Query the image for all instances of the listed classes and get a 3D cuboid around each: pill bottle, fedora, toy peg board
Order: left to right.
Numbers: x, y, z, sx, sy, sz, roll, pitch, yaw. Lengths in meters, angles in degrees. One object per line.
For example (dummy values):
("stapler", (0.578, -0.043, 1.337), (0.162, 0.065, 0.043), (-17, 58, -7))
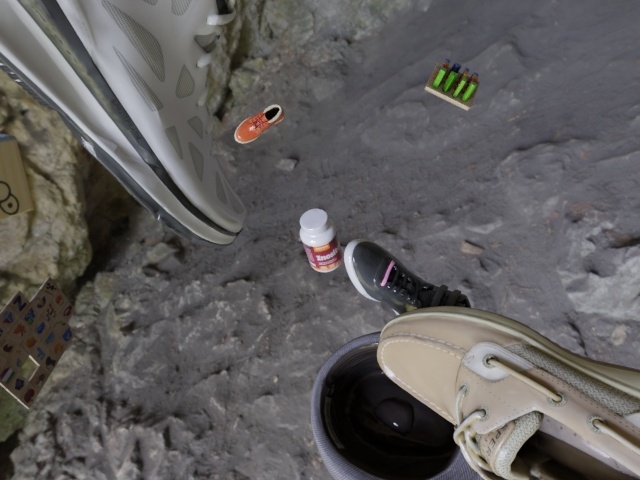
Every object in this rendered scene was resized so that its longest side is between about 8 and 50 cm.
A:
("pill bottle", (0.000, 0.000, 1.048), (0.086, 0.151, 0.086), (-8, 48, 9))
("fedora", (0.123, 0.264, 0.665), (0.276, 0.124, 0.243), (3, 62, 28))
("toy peg board", (0.450, -0.534, 1.456), (0.160, 0.161, 0.079), (-61, -2, -34))

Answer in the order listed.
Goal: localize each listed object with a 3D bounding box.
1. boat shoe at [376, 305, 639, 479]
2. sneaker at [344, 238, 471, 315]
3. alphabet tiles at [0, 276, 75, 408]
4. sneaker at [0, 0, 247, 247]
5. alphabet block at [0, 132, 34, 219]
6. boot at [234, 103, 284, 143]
("boat shoe", (0.154, 0.136, 0.351), (0.098, 0.109, 0.303), (-30, 30, -36))
("sneaker", (0.177, 0.092, 0.823), (0.147, 0.296, 0.104), (-2, 51, 53))
("alphabet tiles", (-0.617, 0.203, 0.952), (0.009, 0.198, 0.237), (-3, 40, 8))
("sneaker", (-0.131, -0.178, 0.462), (0.258, 0.447, 0.169), (-38, 54, -5))
("alphabet block", (-0.869, -0.155, 1.084), (0.194, 0.196, 0.192), (14, 27, 23))
("boot", (-0.169, -0.322, 1.206), (0.158, 0.059, 0.084), (-34, 11, 1))
